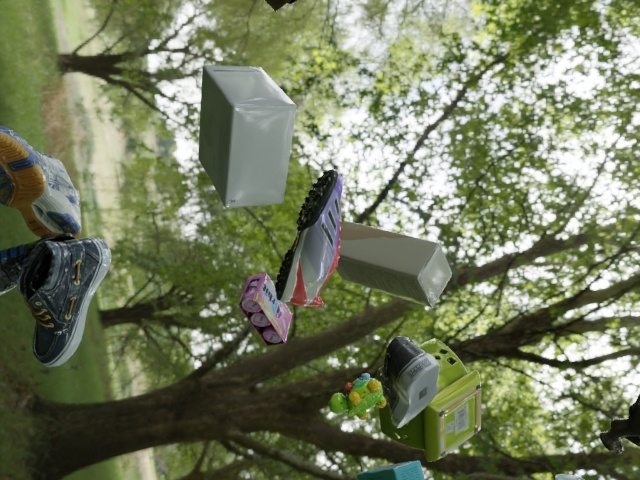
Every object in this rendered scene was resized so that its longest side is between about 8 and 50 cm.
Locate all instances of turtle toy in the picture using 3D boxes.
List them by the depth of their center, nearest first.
[{"bbox_3d":[0.080,0.338,1.278,0.066,0.130,0.095,51,-13,45],"label":"turtle toy"}]

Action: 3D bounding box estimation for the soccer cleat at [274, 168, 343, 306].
[{"bbox_3d":[0.000,0.000,1.299,0.109,0.116,0.318,-120,-132,-69],"label":"soccer cleat"}]

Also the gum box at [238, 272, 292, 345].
[{"bbox_3d":[-0.152,0.189,1.635,0.107,0.062,0.188,-76,146,-48],"label":"gum box"}]

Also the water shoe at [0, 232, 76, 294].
[{"bbox_3d":[-0.537,0.034,1.068,0.080,0.203,0.073,-26,-81,36],"label":"water shoe"}]

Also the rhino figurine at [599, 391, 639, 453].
[{"bbox_3d":[0.453,0.244,0.654,0.243,0.073,0.106,29,-59,14],"label":"rhino figurine"}]

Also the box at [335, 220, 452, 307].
[{"bbox_3d":[0.183,0.061,1.610,0.311,0.121,0.148,16,-30,38],"label":"box"}]

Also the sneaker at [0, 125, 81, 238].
[{"bbox_3d":[-0.549,-0.122,1.115,0.297,0.111,0.131,83,-2,-56],"label":"sneaker"}]

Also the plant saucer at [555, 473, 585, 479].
[{"bbox_3d":[0.343,0.337,0.730,0.021,0.119,0.119,-46,-140,14],"label":"plant saucer"}]

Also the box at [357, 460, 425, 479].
[{"bbox_3d":[0.136,0.479,0.918,0.100,0.060,0.245,-35,-117,48],"label":"box"}]

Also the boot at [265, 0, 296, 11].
[{"bbox_3d":[-0.014,-0.434,0.827,0.115,0.112,0.305,60,-31,-8],"label":"boot"}]

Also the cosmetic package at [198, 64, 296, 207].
[{"bbox_3d":[-0.162,-0.223,1.243,0.225,0.138,0.224,-124,-144,-48],"label":"cosmetic package"}]

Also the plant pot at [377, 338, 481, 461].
[{"bbox_3d":[0.304,0.434,1.587,0.207,0.227,0.228,26,-50,51],"label":"plant pot"}]

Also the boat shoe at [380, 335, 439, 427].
[{"bbox_3d":[0.120,0.206,0.862,0.076,0.080,0.229,48,-15,28],"label":"boat shoe"}]

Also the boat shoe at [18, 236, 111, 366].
[{"bbox_3d":[-0.324,0.075,0.702,0.065,0.083,0.183,34,-74,25],"label":"boat shoe"}]
